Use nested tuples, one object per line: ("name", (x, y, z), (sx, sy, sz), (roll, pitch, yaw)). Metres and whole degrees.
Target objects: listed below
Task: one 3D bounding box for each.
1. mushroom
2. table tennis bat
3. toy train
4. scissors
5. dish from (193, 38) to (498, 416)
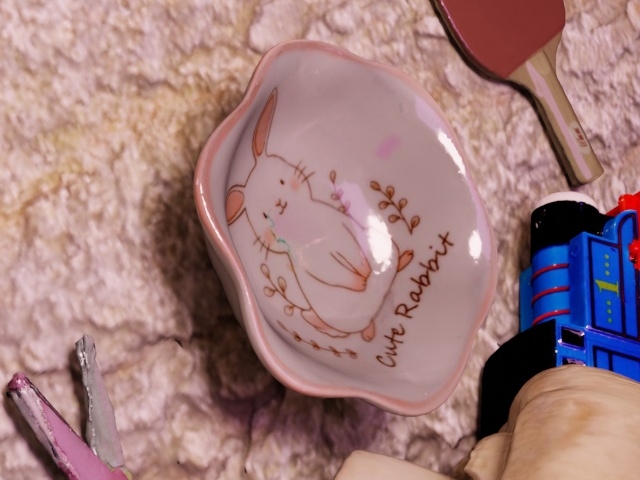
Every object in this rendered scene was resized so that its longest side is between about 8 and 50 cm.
("mushroom", (0.101, 0.188, 1.074), (0.234, 0.254, 0.260), (19, 56, 0))
("table tennis bat", (0.136, -0.151, 1.348), (0.138, 0.022, 0.246), (-35, 102, -45))
("toy train", (0.178, 0.061, 1.264), (0.131, 0.083, 0.204), (16, 59, -24))
("scissors", (-0.107, 0.144, 1.003), (0.133, 0.020, 0.187), (-30, 101, -42))
("dish", (0.000, 0.000, 1.117), (0.229, 0.081, 0.229), (15, 67, -39))
